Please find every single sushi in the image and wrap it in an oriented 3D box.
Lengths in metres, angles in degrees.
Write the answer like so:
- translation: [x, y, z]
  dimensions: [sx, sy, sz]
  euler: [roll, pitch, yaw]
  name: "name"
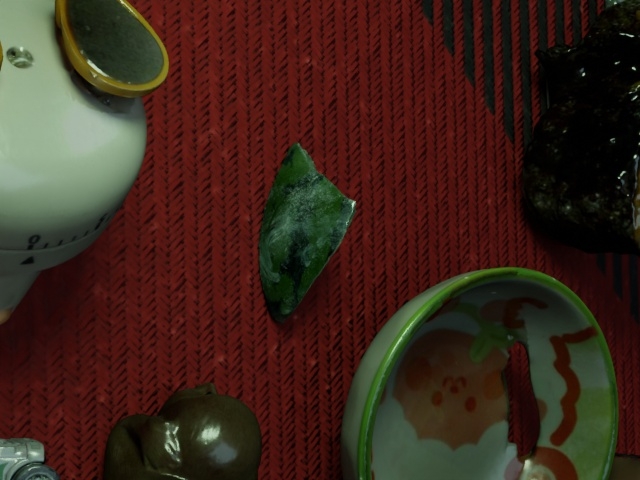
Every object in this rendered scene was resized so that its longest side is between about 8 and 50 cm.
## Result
- translation: [0.361, -0.144, 1.342]
  dimensions: [0.234, 0.207, 0.348]
  euler: [48, 63, -33]
  name: "sushi"

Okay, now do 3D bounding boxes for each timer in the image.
- translation: [-0.251, -0.073, 0.901]
  dimensions: [0.233, 0.240, 0.233]
  euler: [19, 48, -22]
  name: "timer"

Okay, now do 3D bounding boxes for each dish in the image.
- translation: [0.135, 0.180, 1.190]
  dimensions: [0.324, 0.124, 0.324]
  euler: [-4, 97, -35]
  name: "dish"

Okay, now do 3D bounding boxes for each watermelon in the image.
- translation: [-0.008, 0.001, 1.132]
  dimensions: [0.080, 0.101, 0.155]
  euler: [42, 73, -41]
  name: "watermelon"

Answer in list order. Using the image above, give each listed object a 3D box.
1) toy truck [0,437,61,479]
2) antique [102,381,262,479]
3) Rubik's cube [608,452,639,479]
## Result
- translation: [-0.267, 0.252, 0.900]
  dimensions: [0.116, 0.110, 0.216]
  euler: [9, 82, -26]
  name: "toy truck"
- translation: [-0.113, 0.219, 0.958]
  dimensions: [0.121, 0.143, 0.257]
  euler: [51, 28, -22]
  name: "antique"
- translation: [0.323, 0.380, 1.268]
  dimensions: [0.224, 0.221, 0.231]
  euler: [-44, 113, -31]
  name: "Rubik's cube"
